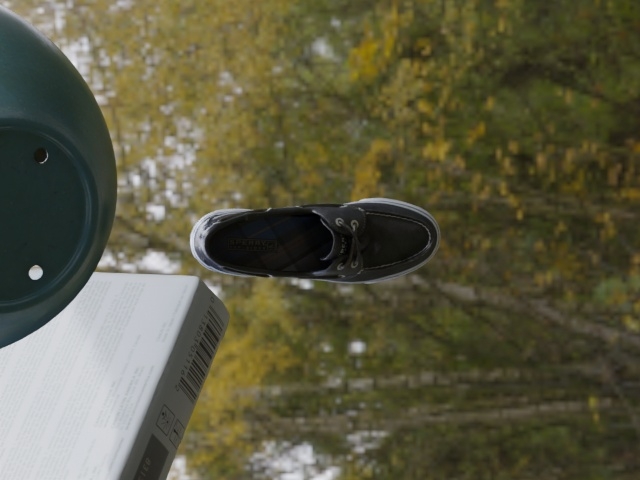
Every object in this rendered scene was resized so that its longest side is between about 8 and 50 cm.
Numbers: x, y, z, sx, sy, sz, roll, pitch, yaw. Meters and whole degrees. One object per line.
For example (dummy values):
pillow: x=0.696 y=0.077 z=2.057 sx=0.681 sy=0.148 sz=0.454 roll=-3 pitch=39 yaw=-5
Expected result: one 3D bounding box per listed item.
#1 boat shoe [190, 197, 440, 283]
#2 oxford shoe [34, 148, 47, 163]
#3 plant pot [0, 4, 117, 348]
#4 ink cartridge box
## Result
boat shoe: x=0.000 y=0.000 z=1.160 sx=0.076 sy=0.228 sz=0.080 roll=-152 pitch=66 yaw=-80
oxford shoe: x=-0.337 y=-0.107 z=1.333 sx=0.212 sy=0.076 sz=0.076 roll=28 pitch=-151 yaw=-28
plant pot: x=-0.261 y=-0.036 z=0.931 sx=0.290 sy=0.195 sz=0.290 roll=-10 pitch=-73 yaw=-34
ink cartridge box: x=-0.326 y=0.182 z=1.474 sx=0.091 sy=0.385 sz=0.308 roll=57 pitch=-138 yaw=-45
